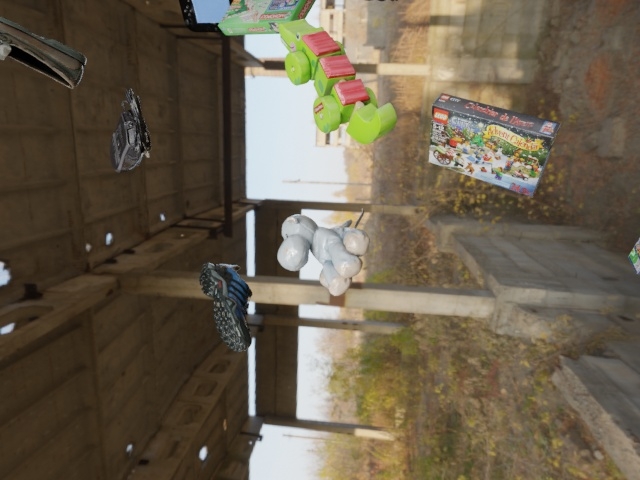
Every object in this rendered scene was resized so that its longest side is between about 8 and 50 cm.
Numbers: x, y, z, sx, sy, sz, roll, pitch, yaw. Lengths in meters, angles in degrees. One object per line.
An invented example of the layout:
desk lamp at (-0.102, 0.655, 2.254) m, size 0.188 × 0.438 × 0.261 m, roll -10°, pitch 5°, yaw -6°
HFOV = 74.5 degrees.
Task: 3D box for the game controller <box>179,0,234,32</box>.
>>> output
game controller at (-0.389, -0.853, 1.538) m, size 0.067 × 0.318 × 0.167 m, roll -56°, pitch -32°, yaw -36°

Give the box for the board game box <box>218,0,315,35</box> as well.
board game box at (-0.152, -0.731, 1.293) m, size 0.046 × 0.317 × 0.214 m, roll 41°, pitch -108°, yaw -53°

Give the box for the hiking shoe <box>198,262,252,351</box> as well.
hiking shoe at (-0.247, 0.177, 1.227) m, size 0.304 × 0.131 × 0.113 m, roll 59°, pitch 137°, yaw 31°

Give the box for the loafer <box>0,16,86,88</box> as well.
loafer at (-0.669, -0.425, 0.930) m, size 0.267 × 0.096 × 0.084 m, roll 12°, pitch -93°, yaw -42°

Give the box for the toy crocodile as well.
toy crocodile at (0.022, -0.315, 0.808) m, size 0.341 × 0.115 × 0.105 m, roll 61°, pitch 156°, yaw 21°

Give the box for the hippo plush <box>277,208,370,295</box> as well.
hippo plush at (0.000, 0.000, 1.265) m, size 0.234 × 0.236 × 0.295 m, roll 143°, pitch 144°, yaw -67°

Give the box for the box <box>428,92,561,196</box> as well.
box at (0.337, -0.193, 0.853) m, size 0.044 × 0.232 × 0.159 m, roll -51°, pitch -30°, yaw -23°

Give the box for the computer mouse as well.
computer mouse at (-0.531, -0.279, 1.195) m, size 0.272 × 0.072 × 0.189 m, roll -26°, pitch 75°, yaw 49°

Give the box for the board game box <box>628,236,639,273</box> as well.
board game box at (0.523, -0.008, 0.519) m, size 0.035 × 0.200 × 0.136 m, roll -76°, pitch -15°, yaw -44°
